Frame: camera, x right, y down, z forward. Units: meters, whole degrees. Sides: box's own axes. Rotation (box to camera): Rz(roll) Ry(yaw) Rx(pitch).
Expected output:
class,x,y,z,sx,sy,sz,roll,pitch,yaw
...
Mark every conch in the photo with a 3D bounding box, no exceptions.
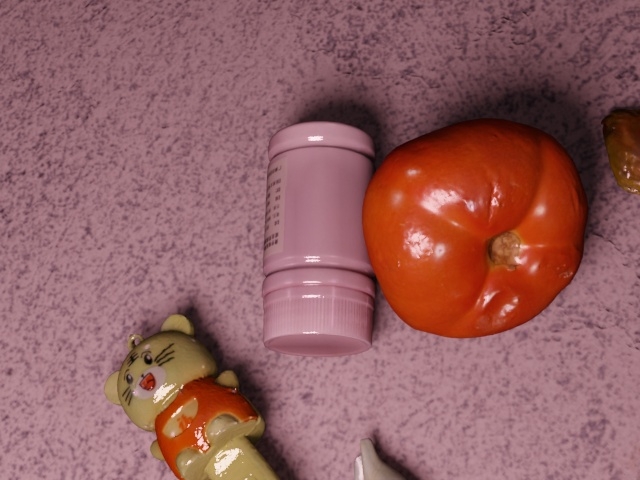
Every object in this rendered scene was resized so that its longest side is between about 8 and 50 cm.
class,x,y,z,sx,sy,sz,roll,pitch,yaw
conch,0.079,0.301,1.046,0.065,0.088,0.180,-6,54,-41

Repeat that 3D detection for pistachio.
class,x,y,z,sx,sy,sz,roll,pitch,yaw
pistachio,0.391,-0.089,1.137,0.089,0.049,0.173,-34,70,-4

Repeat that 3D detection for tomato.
class,x,y,z,sx,sy,sz,roll,pitch,yaw
tomato,0.164,-0.022,1.059,0.259,0.260,0.180,-37,36,-6

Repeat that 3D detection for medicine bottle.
class,x,y,z,sx,sy,sz,roll,pitch,yaw
medicine bottle,0.000,0.000,1.115,0.133,0.133,0.250,-2,70,7

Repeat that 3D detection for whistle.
class,x,y,z,sx,sy,sz,roll,pitch,yaw
whistle,-0.132,0.202,1.066,0.131,0.106,0.288,-45,63,1
